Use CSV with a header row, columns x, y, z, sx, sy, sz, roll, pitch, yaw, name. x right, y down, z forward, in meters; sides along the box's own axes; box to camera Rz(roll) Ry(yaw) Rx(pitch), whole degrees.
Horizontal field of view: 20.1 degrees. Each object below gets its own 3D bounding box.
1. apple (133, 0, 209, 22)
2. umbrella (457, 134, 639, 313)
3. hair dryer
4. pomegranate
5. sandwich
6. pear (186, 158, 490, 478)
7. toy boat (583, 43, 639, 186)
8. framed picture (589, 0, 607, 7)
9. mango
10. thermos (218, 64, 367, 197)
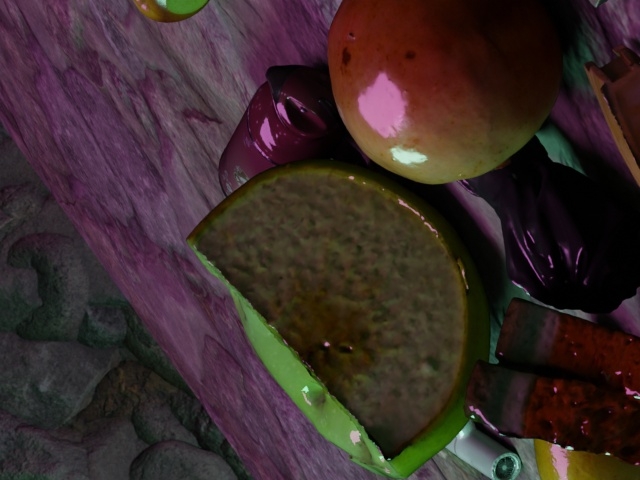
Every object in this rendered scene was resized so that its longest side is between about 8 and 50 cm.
x,y,z,sx,sy,sz,roll,pitch,yaw,name
-0.179,-0.306,2.079,0.099,0.102,0.114,45,161,34,apple
0.148,-0.069,1.523,0.340,0.118,0.118,49,162,31,umbrella
0.158,0.185,2.111,0.155,0.044,0.183,28,144,58,hair dryer
0.094,-0.136,1.412,0.191,0.191,0.191,52,163,22,pomegranate
0.241,0.124,1.455,0.292,0.109,0.212,16,174,-32,sandwich
0.052,0.084,1.920,0.342,0.238,0.318,47,174,17,pear
0.260,-0.050,1.304,0.206,0.064,0.072,59,-177,3,toy boat
0.172,-0.265,1.238,0.150,0.015,0.203,54,164,15,framed picture
0.246,0.167,1.653,0.098,0.137,0.195,-10,96,30,mango
-0.032,-0.102,1.998,0.136,0.109,0.330,65,165,7,thermos
